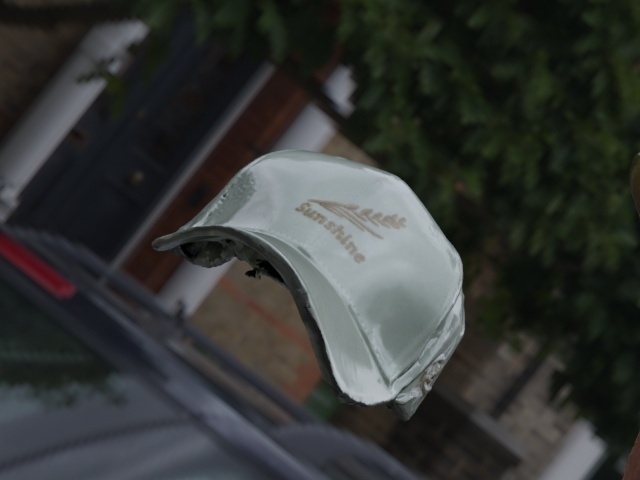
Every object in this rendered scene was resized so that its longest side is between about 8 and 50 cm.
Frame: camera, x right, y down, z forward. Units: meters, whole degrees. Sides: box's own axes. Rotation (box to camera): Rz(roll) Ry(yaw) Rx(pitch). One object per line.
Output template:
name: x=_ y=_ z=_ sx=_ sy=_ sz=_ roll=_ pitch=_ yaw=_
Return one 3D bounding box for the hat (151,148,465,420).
hat: x=-0.003 y=0.006 z=1.606 sx=0.258 sy=0.168 sz=0.301 roll=35 pitch=3 yaw=12

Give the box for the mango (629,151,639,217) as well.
mango: x=0.366 y=-0.019 z=1.927 sx=0.163 sy=0.111 sz=0.089 roll=70 pitch=20 yaw=-6

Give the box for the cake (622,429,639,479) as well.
cake: x=0.308 y=0.120 z=1.521 sx=0.225 sy=0.109 sz=0.090 roll=119 pitch=-42 yaw=-52
